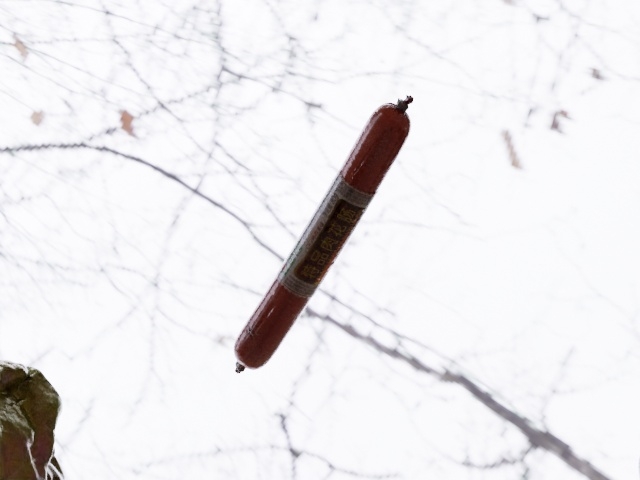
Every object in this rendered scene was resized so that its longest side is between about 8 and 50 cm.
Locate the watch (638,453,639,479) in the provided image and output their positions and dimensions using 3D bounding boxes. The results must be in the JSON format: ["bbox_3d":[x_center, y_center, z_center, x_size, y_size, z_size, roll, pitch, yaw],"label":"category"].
[{"bbox_3d":[0.383,0.150,1.323,0.193,0.211,0.211,6,-80,-21],"label":"watch"}]

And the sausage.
[{"bbox_3d":[0.000,0.000,1.124,0.034,0.034,0.253,17,-60,-25],"label":"sausage"}]

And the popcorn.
[{"bbox_3d":[-0.237,0.147,1.110,0.126,0.126,0.145,-7,-52,-1],"label":"popcorn"}]
